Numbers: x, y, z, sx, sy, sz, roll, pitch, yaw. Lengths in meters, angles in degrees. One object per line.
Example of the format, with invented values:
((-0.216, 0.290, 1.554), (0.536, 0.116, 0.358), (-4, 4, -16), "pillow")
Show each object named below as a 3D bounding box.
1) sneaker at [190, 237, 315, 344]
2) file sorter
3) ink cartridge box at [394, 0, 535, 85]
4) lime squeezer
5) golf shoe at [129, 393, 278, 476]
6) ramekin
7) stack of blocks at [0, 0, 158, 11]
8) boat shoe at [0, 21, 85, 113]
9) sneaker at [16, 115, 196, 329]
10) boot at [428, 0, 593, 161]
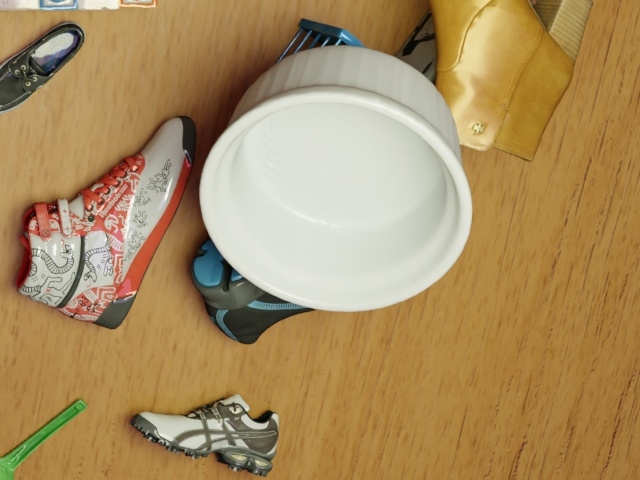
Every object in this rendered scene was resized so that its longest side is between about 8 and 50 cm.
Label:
((0.000, 0.000, 1.350), (0.340, 0.125, 0.140), (-29, 137, -14), "sneaker")
((0.016, -0.179, 1.269), (0.118, 0.170, 0.104), (35, 93, -22), "file sorter")
((0.157, -0.213, 1.317), (0.087, 0.153, 0.208), (37, 88, -21), "ink cartridge box")
((-0.403, 0.300, 1.275), (0.059, 0.110, 0.310), (44, 55, -6), "lime squeezer")
((-0.142, 0.230, 1.365), (0.198, 0.077, 0.094), (21, 84, -29), "golf shoe")
((0.021, -0.069, 1.143), (0.277, 0.135, 0.277), (4, 129, 5), "ramekin")
((-0.272, -0.398, 1.163), (0.171, 0.087, 0.297), (-6, 104, -18), "stack of blocks")
((-0.323, -0.195, 1.216), (0.142, 0.040, 0.049), (-43, 112, -5), "boat shoe")
((-0.253, -0.038, 1.250), (0.145, 0.090, 0.270), (21, 97, -24), "sneaker")
((0.152, -0.216, 1.181), (0.295, 0.104, 0.211), (22, 93, -21), "boot")
